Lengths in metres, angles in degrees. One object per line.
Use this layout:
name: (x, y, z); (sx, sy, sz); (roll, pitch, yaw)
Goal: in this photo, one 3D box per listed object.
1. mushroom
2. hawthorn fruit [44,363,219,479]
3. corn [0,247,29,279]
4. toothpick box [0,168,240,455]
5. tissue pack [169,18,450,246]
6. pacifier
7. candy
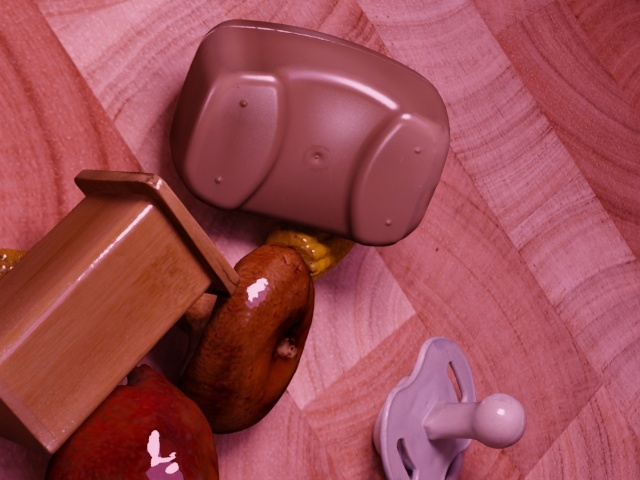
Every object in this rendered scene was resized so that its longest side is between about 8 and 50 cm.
mushroom: (-0.125, 0.134, 1.617); (0.267, 0.254, 0.267); (-5, 90, -69)
hawthorn fruit: (-0.225, 0.254, 1.454); (0.208, 0.208, 0.248); (15, 67, -36)
corn: (-0.401, 0.050, 1.498); (0.320, 0.097, 0.097); (6, 64, -41)
toothpick box: (-0.284, 0.084, 1.432); (0.308, 0.187, 0.190); (-49, 124, -26)
tissue pack: (-0.018, -0.168, 1.786); (0.387, 0.267, 0.277); (12, 30, -15)
pacifier: (0.206, 0.282, 1.824); (0.287, 0.226, 0.238); (-43, 117, -45)
candy: (0.000, 0.000, 1.883); (0.106, 0.094, 0.199); (30, 30, 22)
